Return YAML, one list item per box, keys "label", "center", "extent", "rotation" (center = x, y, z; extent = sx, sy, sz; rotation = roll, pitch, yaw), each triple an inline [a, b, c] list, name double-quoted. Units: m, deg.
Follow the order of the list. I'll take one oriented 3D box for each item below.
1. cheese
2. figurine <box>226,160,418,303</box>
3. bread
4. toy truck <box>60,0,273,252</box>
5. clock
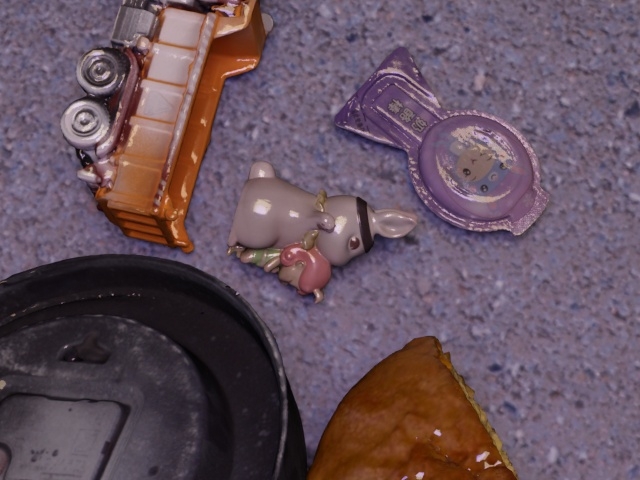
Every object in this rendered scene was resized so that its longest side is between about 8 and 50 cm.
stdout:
- label: "cheese"
  center: [0.109, -0.077, 1.368]
  extent: [0.191, 0.042, 0.105]
  rotation: [37, 76, 11]
- label: "figurine"
  center: [0.000, -0.001, 1.341]
  extent: [0.146, 0.081, 0.098]
  rotation: [18, 118, -1]
- label: "bread"
  center: [0.089, 0.247, 1.179]
  extent: [0.179, 0.194, 0.340]
  rotation: [-31, 53, 5]
- label: "toy truck"
  center: [-0.127, -0.138, 1.345]
  extent: [0.135, 0.114, 0.270]
  rotation: [13, 75, 6]
- label: "clock"
  center: [-0.195, 0.178, 1.188]
  extent: [0.386, 0.076, 0.386]
  rotation: [-11, 48, 12]
